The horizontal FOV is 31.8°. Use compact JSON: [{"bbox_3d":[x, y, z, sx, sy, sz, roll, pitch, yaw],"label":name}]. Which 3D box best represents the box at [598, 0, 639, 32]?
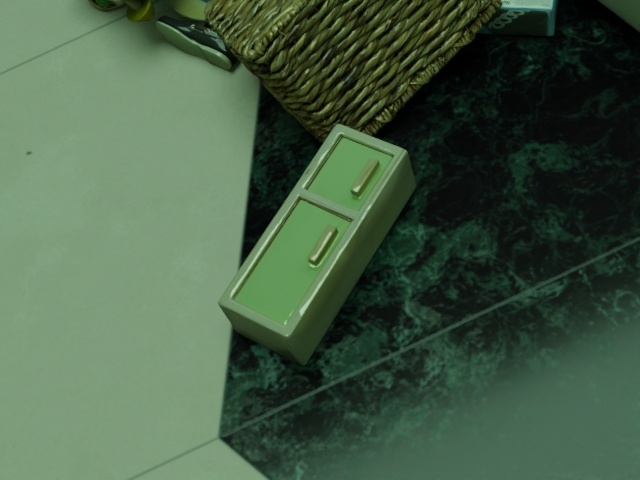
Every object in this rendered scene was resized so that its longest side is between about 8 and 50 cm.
[{"bbox_3d":[0.387,-0.344,1.375,0.094,0.113,0.275,-41,75,-20],"label":"box"}]

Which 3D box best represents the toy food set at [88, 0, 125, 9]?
[{"bbox_3d":[-0.306,-0.374,1.649,0.083,0.020,0.082,-41,60,-11],"label":"toy food set"}]

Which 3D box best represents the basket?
[{"bbox_3d":[0.032,-0.300,1.427,0.299,0.223,0.213,-46,39,4],"label":"basket"}]

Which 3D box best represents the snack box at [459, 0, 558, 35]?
[{"bbox_3d":[0.162,-0.370,1.510,0.322,0.060,0.187,6,63,16],"label":"snack box"}]

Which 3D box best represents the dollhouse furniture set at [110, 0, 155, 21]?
[{"bbox_3d":[-0.252,-0.456,1.622,0.286,0.198,0.303,22,86,43],"label":"dollhouse furniture set"}]

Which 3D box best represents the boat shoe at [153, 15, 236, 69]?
[{"bbox_3d":[-0.169,-0.280,1.548,0.133,0.049,0.042,27,74,18],"label":"boat shoe"}]

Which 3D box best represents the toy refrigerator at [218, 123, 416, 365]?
[{"bbox_3d":[0.000,0.000,1.325,0.102,0.094,0.269,25,69,25],"label":"toy refrigerator"}]

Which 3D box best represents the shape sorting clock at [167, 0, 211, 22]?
[{"bbox_3d":[-0.124,-0.383,1.598,0.206,0.040,0.206,-11,49,13],"label":"shape sorting clock"}]
